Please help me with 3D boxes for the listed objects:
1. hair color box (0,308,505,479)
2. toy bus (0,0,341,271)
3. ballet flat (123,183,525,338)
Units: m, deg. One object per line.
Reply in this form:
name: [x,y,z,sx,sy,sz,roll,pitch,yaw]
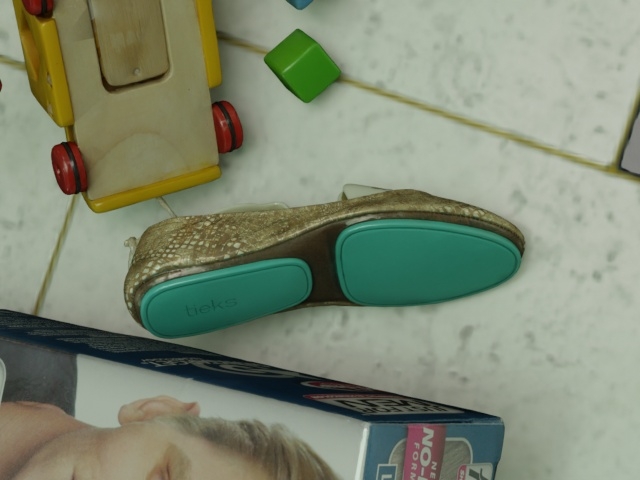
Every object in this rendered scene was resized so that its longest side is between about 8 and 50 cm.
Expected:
hair color box: [-0.092,0.137,0.821,0.347,0.105,0.174,8,91,39]
toy bus: [-0.109,-0.104,0.901,0.202,0.191,0.104,-54,34,7]
ballet flat: [0.000,0.000,0.882,0.206,0.073,0.067,-6,43,-8]
